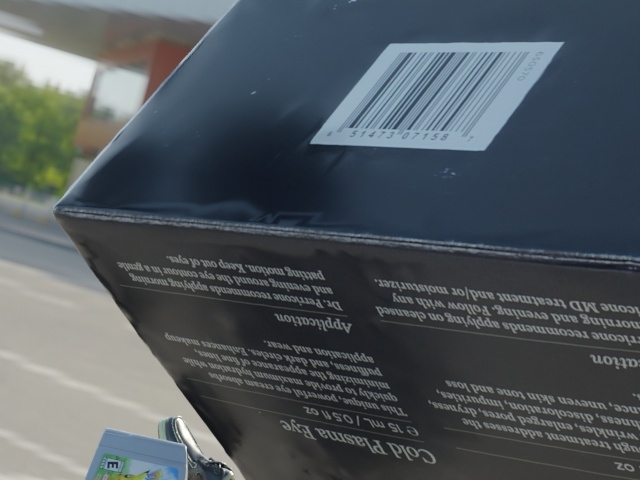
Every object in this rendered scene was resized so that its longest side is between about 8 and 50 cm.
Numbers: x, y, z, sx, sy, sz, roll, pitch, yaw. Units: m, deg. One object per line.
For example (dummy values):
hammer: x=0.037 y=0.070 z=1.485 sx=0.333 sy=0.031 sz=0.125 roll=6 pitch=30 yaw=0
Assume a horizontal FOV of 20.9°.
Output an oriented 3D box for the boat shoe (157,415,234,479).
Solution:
boat shoe: x=-0.101 y=0.228 z=1.618 sx=0.049 sy=0.152 sz=0.056 roll=-29 pitch=-5 yaw=16

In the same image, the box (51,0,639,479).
box: x=0.109 y=0.049 z=0.794 sx=0.343 sy=0.179 sz=0.312 roll=6 pitch=-43 yaw=42

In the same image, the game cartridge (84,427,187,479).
game cartridge: x=-0.103 y=0.140 z=0.953 sx=0.056 sy=0.017 sz=0.083 roll=14 pitch=42 yaw=2
